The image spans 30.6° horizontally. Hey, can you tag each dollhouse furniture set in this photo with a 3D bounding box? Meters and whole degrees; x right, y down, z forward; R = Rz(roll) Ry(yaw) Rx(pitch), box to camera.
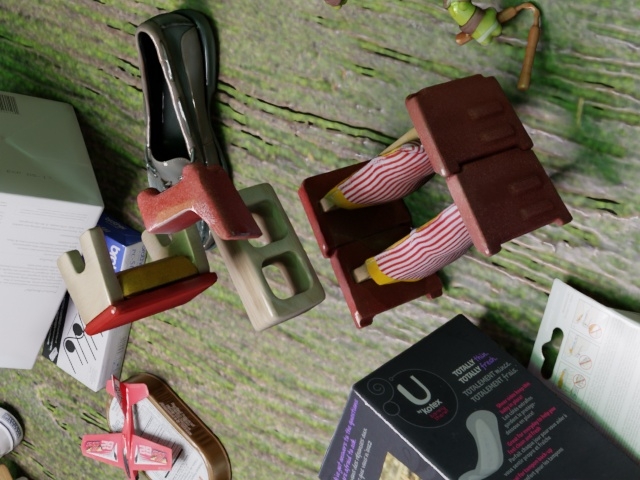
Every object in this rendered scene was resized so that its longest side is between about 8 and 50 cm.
[{"bbox_3d":[0.000,0.000,0.984,0.201,0.374,0.152,-36,77,52],"label":"dollhouse furniture set"}]

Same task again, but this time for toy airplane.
[{"bbox_3d":[-0.232,0.228,1.403,0.151,0.028,0.151,10,109,32],"label":"toy airplane"}]

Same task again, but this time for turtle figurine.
[{"bbox_3d":[0.094,-0.259,1.035,0.217,0.087,0.270,0,104,35],"label":"turtle figurine"}]

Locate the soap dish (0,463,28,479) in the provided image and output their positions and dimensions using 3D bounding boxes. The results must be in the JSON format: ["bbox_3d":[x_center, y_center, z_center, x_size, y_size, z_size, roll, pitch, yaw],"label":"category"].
[{"bbox_3d":[-0.431,0.485,1.562,0.229,0.118,0.291,43,127,49],"label":"soap dish"}]

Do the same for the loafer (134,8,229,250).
[{"bbox_3d":[-0.161,-0.111,1.261,0.096,0.084,0.268,7,107,34],"label":"loafer"}]

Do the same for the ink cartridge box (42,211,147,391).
[{"bbox_3d":[-0.275,0.071,1.420,0.097,0.046,0.207,29,118,24],"label":"ink cartridge box"}]

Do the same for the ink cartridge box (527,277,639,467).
[{"bbox_3d":[0.276,0.131,1.061,0.179,0.045,0.145,32,121,38],"label":"ink cartridge box"}]

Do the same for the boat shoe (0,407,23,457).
[{"bbox_3d":[-0.524,0.293,1.626,0.258,0.084,0.095,-24,107,38],"label":"boat shoe"}]

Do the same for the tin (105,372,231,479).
[{"bbox_3d":[-0.188,0.245,1.417,0.189,0.040,0.106,43,128,18],"label":"tin"}]

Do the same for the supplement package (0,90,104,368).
[{"bbox_3d":[-0.402,-0.015,1.348,0.263,0.199,0.198,-60,38,32],"label":"supplement package"}]

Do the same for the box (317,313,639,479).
[{"bbox_3d":[0.156,0.226,1.060,0.270,0.165,0.143,42,137,24],"label":"box"}]
